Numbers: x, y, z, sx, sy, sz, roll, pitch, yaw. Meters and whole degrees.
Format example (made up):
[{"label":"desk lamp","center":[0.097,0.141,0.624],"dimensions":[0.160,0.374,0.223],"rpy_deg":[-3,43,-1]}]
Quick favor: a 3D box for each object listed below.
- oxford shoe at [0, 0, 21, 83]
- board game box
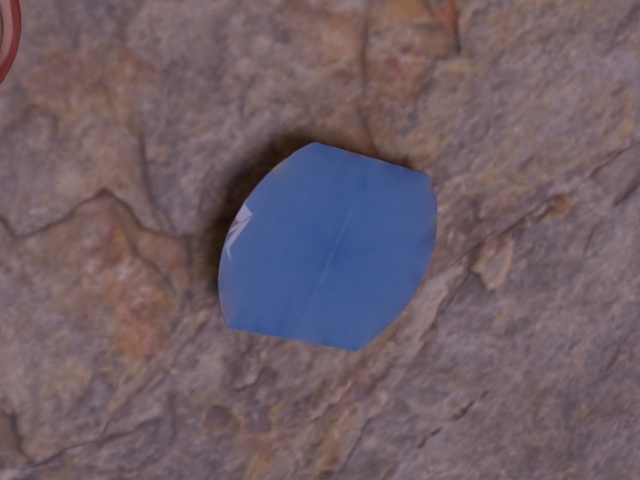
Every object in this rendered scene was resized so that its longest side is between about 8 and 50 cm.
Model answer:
[{"label":"oxford shoe","center":[-0.307,-0.169,0.830],"dimensions":[0.348,0.130,0.123],"rpy_deg":[30,105,-17]},{"label":"board game box","center":[0.000,0.000,1.152],"dimensions":[0.169,0.033,0.133],"rpy_deg":[13,106,-39]}]
